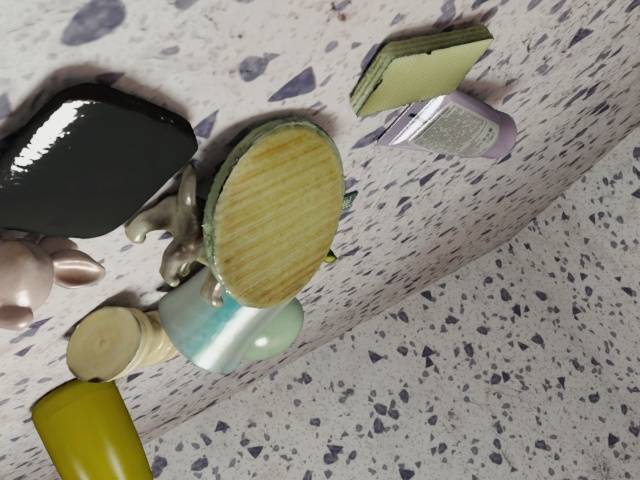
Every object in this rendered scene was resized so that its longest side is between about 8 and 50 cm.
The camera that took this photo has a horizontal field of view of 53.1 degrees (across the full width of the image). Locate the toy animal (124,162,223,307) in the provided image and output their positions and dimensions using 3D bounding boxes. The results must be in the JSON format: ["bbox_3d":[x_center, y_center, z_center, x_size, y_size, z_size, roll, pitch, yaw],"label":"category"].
[{"bbox_3d":[-0.151,-0.007,0.899,0.169,0.121,0.233,-53,151,10],"label":"toy animal"}]

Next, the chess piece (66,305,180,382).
[{"bbox_3d":[-0.307,0.177,1.170,0.139,0.124,0.307,-67,164,3],"label":"chess piece"}]

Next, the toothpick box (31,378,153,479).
[{"bbox_3d":[-0.457,0.427,1.311,0.175,0.271,0.175,-30,164,-9],"label":"toothpick box"}]

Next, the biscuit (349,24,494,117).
[{"bbox_3d":[0.140,-0.237,0.889,0.199,0.041,0.121,-21,163,-33],"label":"biscuit"}]

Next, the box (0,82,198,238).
[{"bbox_3d":[-0.236,-0.071,0.657,0.201,0.042,0.212,-38,163,18],"label":"box"}]

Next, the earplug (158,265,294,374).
[{"bbox_3d":[-0.105,0.061,1.102,0.324,0.185,0.185,-43,162,16],"label":"earplug"}]

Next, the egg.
[{"bbox_3d":[-0.127,0.192,1.469,0.192,0.149,0.149,-31,165,-16],"label":"egg"}]

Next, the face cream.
[{"bbox_3d":[0.235,-0.201,1.125,0.273,0.096,0.154,2,147,-43],"label":"face cream"}]

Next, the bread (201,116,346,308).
[{"bbox_3d":[-0.059,-0.036,0.872,0.267,0.040,0.267,-27,127,-42],"label":"bread"}]

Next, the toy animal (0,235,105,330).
[{"bbox_3d":[-0.336,0.032,0.686,0.124,0.124,0.212,-47,180,42],"label":"toy animal"}]

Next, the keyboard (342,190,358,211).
[{"bbox_3d":[-0.003,-0.054,1.220,0.176,0.014,0.055,-22,158,-35],"label":"keyboard"}]

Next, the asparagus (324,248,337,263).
[{"bbox_3d":[0.001,0.000,1.184,0.236,0.034,0.027,-113,-134,-71],"label":"asparagus"}]
